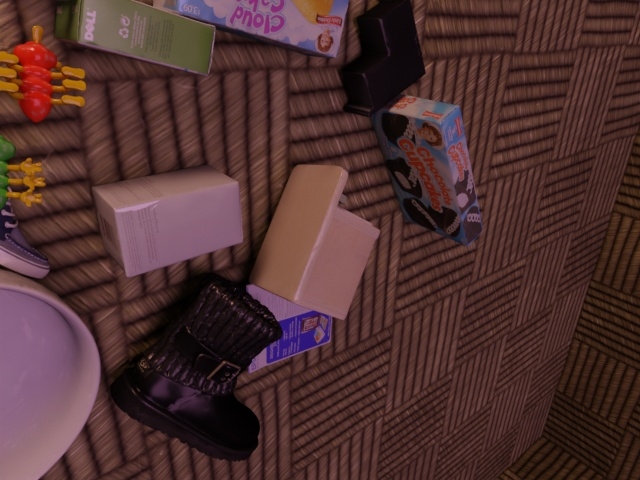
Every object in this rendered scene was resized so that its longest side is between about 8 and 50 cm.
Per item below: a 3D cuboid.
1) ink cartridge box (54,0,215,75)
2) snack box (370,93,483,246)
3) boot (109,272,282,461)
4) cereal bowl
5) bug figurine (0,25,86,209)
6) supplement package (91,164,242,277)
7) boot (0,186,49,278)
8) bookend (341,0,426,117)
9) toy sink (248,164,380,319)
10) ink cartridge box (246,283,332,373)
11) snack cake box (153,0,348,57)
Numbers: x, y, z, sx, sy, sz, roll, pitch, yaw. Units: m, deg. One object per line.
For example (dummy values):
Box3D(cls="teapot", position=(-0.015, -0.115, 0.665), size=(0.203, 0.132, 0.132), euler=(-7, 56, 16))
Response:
Box3D(cls="ink cartridge box", position=(-0.244, -0.252, 0.562), size=(0.210, 0.109, 0.062), euler=(0, 110, -42))
Box3D(cls="snack box", position=(0.218, -0.142, 0.976), size=(0.060, 0.187, 0.321), euler=(-43, 133, -17))
Box3D(cls="boot", position=(-0.160, 0.238, 0.862), size=(0.260, 0.131, 0.348), euler=(-48, 134, -7))
Box3D(cls="cereal bowl", position=(-0.455, 0.173, 0.564), size=(0.339, 0.141, 0.338), euler=(-23, 126, -35))
Box3D(cls="bug figurine", position=(-0.400, -0.139, 0.483), size=(0.279, 0.072, 0.215), euler=(5, 88, -39))
Box3D(cls="supplement package", position=(-0.218, -0.036, 0.700), size=(0.180, 0.105, 0.105), euler=(-19, 122, -33))
Box3D(cls="boot", position=(-0.391, -0.033, 0.572), size=(0.086, 0.069, 0.190), euler=(-54, 134, -13))
Box3D(cls="bookend", position=(0.096, -0.332, 0.852), size=(0.157, 0.072, 0.156), euler=(-41, 132, -17))
Box3D(cls="toy sink", position=(0.000, 0.000, 0.846), size=(0.131, 0.153, 0.233), euler=(25, 83, -37))
Box3D(cls="ink cartridge box", position=(-0.066, 0.144, 0.970), size=(0.209, 0.045, 0.206), euler=(-14, 119, -34))
Box3D(cls="snack cake box", position=(-0.083, -0.360, 0.666), size=(0.265, 0.089, 0.152), euler=(-3, 112, -41))
